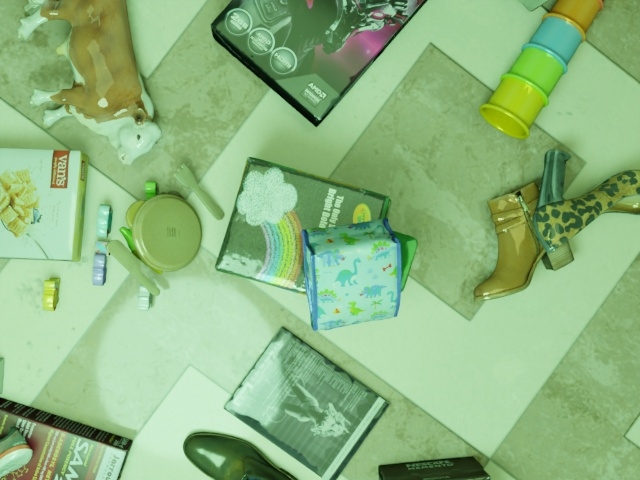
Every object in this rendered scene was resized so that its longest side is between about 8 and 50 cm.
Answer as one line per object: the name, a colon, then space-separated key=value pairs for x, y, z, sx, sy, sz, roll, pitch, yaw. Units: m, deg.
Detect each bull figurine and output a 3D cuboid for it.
bull figurine: x=-0.358 y=-0.264 z=1.345 sx=0.189 sy=0.101 sz=0.310 roll=-9 pitch=91 yaw=-3

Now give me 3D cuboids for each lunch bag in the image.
lunch bag: x=0.044 y=0.054 z=1.206 sx=0.129 sy=0.096 sz=0.151 roll=-8 pitch=119 yaw=-6

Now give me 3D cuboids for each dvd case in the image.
dvd case: x=-0.022 y=0.271 z=1.415 sx=0.221 sy=0.018 sz=0.164 roll=36 pitch=86 yaw=-3

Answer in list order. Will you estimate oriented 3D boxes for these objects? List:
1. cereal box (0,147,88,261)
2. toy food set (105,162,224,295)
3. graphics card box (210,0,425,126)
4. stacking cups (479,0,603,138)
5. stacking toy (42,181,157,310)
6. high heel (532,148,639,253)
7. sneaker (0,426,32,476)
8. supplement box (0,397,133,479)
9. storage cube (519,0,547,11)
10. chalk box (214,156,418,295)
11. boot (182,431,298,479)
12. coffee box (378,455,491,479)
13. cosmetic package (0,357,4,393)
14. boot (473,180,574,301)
cereal box: x=-0.488 y=-0.057 z=1.340 sx=0.240 sy=0.047 sz=0.172 roll=1 pitch=84 yaw=5
toy food set: x=-0.247 y=-0.015 z=1.358 sx=0.132 sy=0.039 sz=0.192 roll=52 pitch=58 yaw=-24
graphics card box: x=0.029 y=-0.395 z=1.380 sx=0.233 sy=0.094 sz=0.371 roll=42 pitch=88 yaw=-4
stacking cups: x=0.382 y=-0.320 z=1.419 sx=0.096 sy=0.096 sz=0.316 roll=34 pitch=83 yaw=-4
stacking toy: x=-0.349 y=0.006 z=1.372 sx=0.167 sy=0.052 sz=0.221 roll=4 pitch=89 yaw=-5
high heel: x=0.468 y=-0.029 z=1.382 sx=0.261 sy=0.093 sz=0.186 roll=17 pitch=62 yaw=-2
sneaker: x=-0.510 y=0.335 z=1.295 sx=0.158 sy=0.061 sz=0.064 roll=-29 pitch=65 yaw=-4
supplement box: x=-0.433 y=0.346 z=1.356 sx=0.240 sy=0.073 sz=0.130 roll=19 pitch=89 yaw=-5
storage cube: x=0.345 y=-0.501 z=1.350 sx=0.184 sy=0.215 sz=0.193 roll=39 pitch=94 yaw=-4
chalk box: x=0.000 y=0.000 z=1.338 sx=0.289 sy=0.179 sz=0.180 roll=17 pitch=88 yaw=-5
boot: x=-0.119 y=0.373 z=1.363 sx=0.219 sy=0.106 sz=0.082 roll=27 pitch=88 yaw=-4
coffee box: x=0.190 y=0.513 z=1.382 sx=0.168 sy=0.119 sz=0.297 roll=-4 pitch=91 yaw=-3
cosmetic package: x=-0.564 y=0.213 z=1.360 sx=0.115 sy=0.041 sz=0.060 roll=2 pitch=90 yaw=-4
boot: x=0.308 y=0.003 z=1.416 sx=0.197 sy=0.073 sz=0.152 roll=-28 pitch=94 yaw=-16
